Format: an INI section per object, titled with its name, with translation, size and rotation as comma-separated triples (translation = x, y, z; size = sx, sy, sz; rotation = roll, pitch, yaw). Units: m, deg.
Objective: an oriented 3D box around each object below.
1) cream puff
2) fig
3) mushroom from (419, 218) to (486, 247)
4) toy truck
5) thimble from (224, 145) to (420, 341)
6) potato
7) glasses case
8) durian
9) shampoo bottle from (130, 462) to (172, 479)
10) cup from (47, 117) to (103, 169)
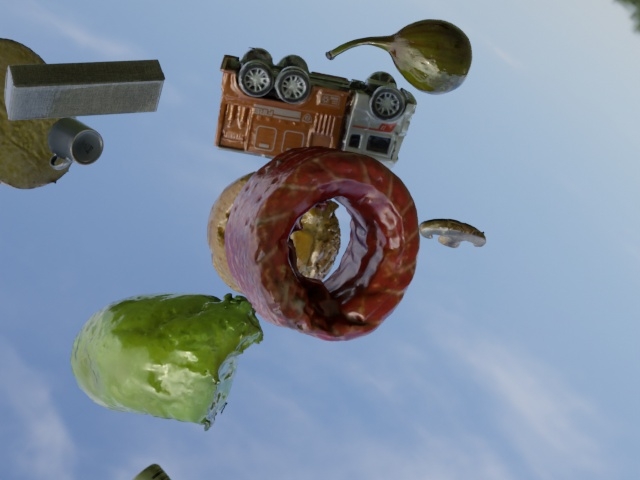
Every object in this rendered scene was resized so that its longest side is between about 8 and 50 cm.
[cream puff]
translation = -0.095, -0.021, 2.842
size = 0.327, 0.343, 0.231
rotation = 34, -164, 31
[fig]
translation = 0.126, -0.304, 1.975
size = 0.236, 0.124, 0.124
rotation = 9, -157, 5
[mushroom]
translation = 0.187, -0.009, 1.722
size = 0.101, 0.049, 0.019
rotation = 11, -126, -14
[toy truck]
translation = -0.016, -0.245, 2.426
size = 0.388, 0.207, 0.173
rotation = 10, -162, -5
[thimble]
translation = 0.000, 0.000, 2.212
size = 0.350, 0.350, 0.230
rotation = 31, 175, -23
[potato]
translation = -0.582, -0.225, 2.289
size = 0.239, 0.116, 0.299
rotation = -27, -88, -34
[glasses case]
translation = -0.316, -0.205, 1.648
size = 0.205, 0.071, 0.047
rotation = -7, -123, -24
[durian]
translation = -0.243, 0.188, 1.876
size = 0.256, 0.340, 0.204
rotation = 71, -155, -56
[shampoo bottle]
translation = -0.268, 0.474, 2.158
size = 0.162, 0.079, 0.079
rotation = 48, -157, 10
[cup]
translation = -0.445, -0.167, 2.210
size = 0.077, 0.100, 0.078
rotation = 25, 167, 46
